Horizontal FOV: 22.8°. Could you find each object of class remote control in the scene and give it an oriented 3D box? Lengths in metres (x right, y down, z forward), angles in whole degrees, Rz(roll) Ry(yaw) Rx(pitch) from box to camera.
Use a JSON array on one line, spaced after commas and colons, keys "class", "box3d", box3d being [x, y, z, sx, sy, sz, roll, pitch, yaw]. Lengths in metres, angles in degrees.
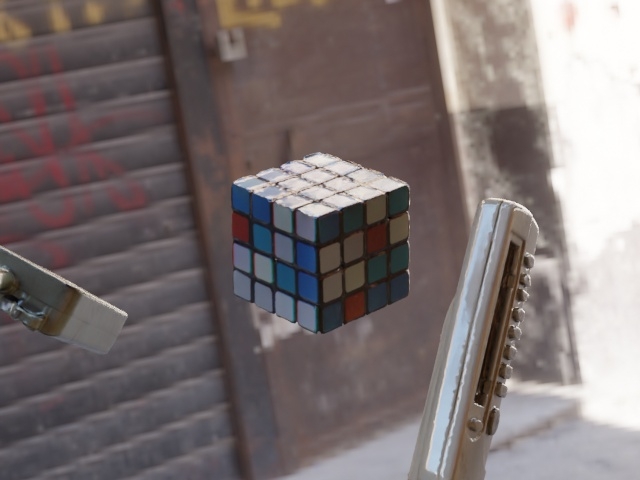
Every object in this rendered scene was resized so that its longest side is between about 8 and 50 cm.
[{"class": "remote control", "box3d": [0.117, 0.084, 1.210, 0.049, 0.230, 0.090, 11, -9, 26]}]

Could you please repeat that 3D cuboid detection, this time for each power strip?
[{"class": "power strip", "box3d": [-0.247, 0.055, 1.425, 0.093, 0.053, 0.288, 28, -6, 7]}]

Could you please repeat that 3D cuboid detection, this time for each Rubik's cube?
[{"class": "Rubik's cube", "box3d": [0.000, 0.000, 1.857, 0.154, 0.151, 0.155, -23, 33, -39]}]
